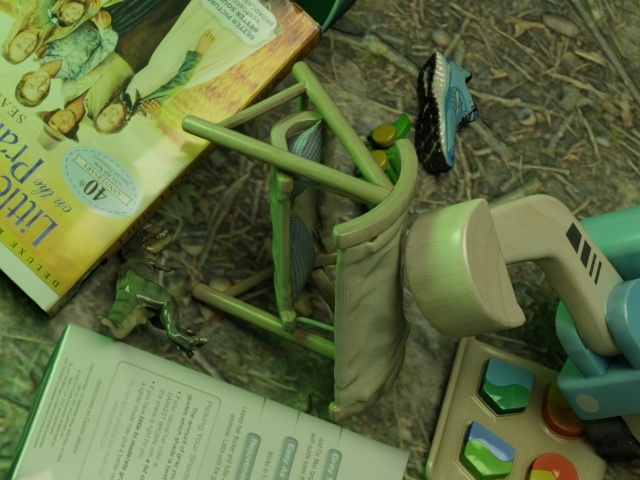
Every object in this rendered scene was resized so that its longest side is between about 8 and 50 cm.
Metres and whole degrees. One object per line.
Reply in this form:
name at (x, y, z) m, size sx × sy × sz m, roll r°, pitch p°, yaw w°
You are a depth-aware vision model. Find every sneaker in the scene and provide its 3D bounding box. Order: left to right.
sneaker at (0.159, -0.152, 2.144) m, size 0.073 × 0.063 × 0.162 m, roll 15°, pitch 59°, yaw -17°

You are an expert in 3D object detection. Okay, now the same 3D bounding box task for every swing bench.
swing bench at (0.000, 0.000, 1.834) m, size 0.165 × 0.253 × 0.254 m, roll -29°, pitch 50°, yaw -31°

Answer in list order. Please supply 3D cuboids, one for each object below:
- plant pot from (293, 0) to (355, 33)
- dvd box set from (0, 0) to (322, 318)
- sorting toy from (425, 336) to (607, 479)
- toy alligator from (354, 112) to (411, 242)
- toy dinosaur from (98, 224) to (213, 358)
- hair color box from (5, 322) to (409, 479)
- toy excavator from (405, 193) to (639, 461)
plant pot at (-0.059, -0.360, 2.045) m, size 0.293 × 0.293 × 0.235 m, roll 43°, pitch 30°, yaw 5°
dvd box set at (-0.250, -0.171, 1.888) m, size 0.307 × 0.062 × 0.420 m, roll 43°, pitch 81°, yaw 6°
sorting toy at (0.230, 0.218, 1.986) m, size 0.208 × 0.038 × 0.193 m, roll 24°, pitch 57°, yaw -9°
toy alligator at (0.060, -0.071, 2.070) m, size 0.051 × 0.056 × 0.190 m, roll 0°, pitch 54°, yaw 27°
toy dinosaur at (-0.172, 0.071, 1.851) m, size 0.118 × 0.064 × 0.268 m, roll 40°, pitch 17°, yaw -12°
hair color box at (-0.116, 0.245, 1.788) m, size 0.374 × 0.113 × 0.185 m, roll 22°, pitch 58°, yaw -9°
toy excavator at (0.304, 0.052, 1.887) m, size 0.445 × 0.222 × 0.433 m, roll 54°, pitch 49°, yaw -19°
